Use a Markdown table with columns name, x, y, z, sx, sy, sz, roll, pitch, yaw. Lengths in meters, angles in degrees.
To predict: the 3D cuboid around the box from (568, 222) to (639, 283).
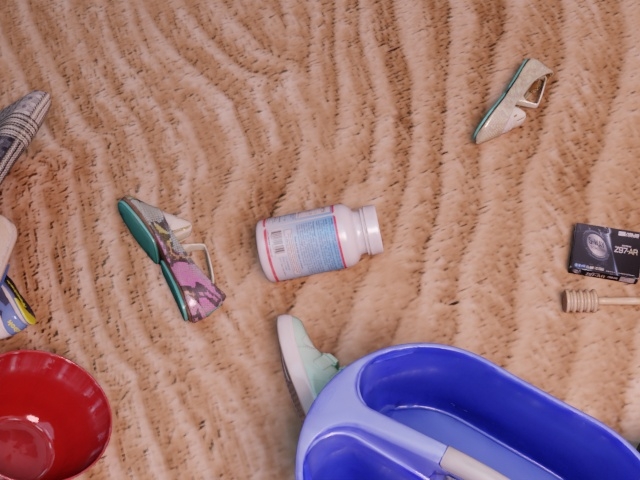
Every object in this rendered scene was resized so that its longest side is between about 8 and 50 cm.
| name | x | y | z | sx | sy | sz | roll | pitch | yaw |
| --- | --- | --- | --- | --- | --- | --- | --- | --- | --- |
| box | 0.364 | 0.016 | 0.898 | 0.083 | 0.018 | 0.067 | 11 | 66 | 16 |

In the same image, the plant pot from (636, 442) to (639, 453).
| name | x | y | z | sx | sy | sz | roll | pitch | yaw |
| --- | --- | --- | --- | --- | --- | --- | --- | --- | --- |
| plant pot | 0.385 | 0.310 | 0.668 | 0.166 | 0.165 | 0.234 | -8 | 54 | 7 |

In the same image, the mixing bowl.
| name | x | y | z | sx | sy | sz | roll | pitch | yaw |
| --- | --- | --- | --- | --- | --- | --- | --- | --- | --- |
| mixing bowl | -0.359 | 0.236 | 0.861 | 0.098 | 0.182 | 0.181 | -51 | 56 | 32 |

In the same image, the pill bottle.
| name | x | y | z | sx | sy | sz | roll | pitch | yaw |
| --- | --- | --- | --- | --- | --- | --- | --- | --- | --- |
| pill bottle | 0.000 | 0.000 | 0.939 | 0.160 | 0.087 | 0.087 | -11 | 61 | 5 |

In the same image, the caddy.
| name | x | y | z | sx | sy | sz | roll | pitch | yaw |
| --- | --- | --- | --- | --- | --- | --- | --- | --- | --- |
| caddy | 0.139 | 0.242 | 0.630 | 0.342 | 0.179 | 0.241 | 27 | 58 | 18 |

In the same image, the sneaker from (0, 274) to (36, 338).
| name | x | y | z | sx | sy | sz | roll | pitch | yaw |
| --- | --- | --- | --- | --- | --- | --- | --- | --- | --- |
| sneaker | -0.468 | 0.081 | 1.009 | 0.059 | 0.053 | 0.144 | -40 | 62 | -8 |

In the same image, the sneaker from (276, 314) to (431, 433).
| name | x | y | z | sx | sy | sz | roll | pitch | yaw |
| --- | --- | --- | --- | --- | --- | --- | --- | --- | --- |
| sneaker | 0.046 | 0.179 | 0.842 | 0.151 | 0.094 | 0.255 | -21 | 55 | -12 |

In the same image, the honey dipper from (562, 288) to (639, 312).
| name | x | y | z | sx | sy | sz | roll | pitch | yaw |
| --- | --- | --- | --- | --- | --- | --- | --- | --- | --- |
| honey dipper | 0.382 | 0.075 | 0.861 | 0.161 | 0.030 | 0.030 | 1 | 63 | 7 |

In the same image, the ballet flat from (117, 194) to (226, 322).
| name | x | y | z | sx | sy | sz | roll | pitch | yaw |
| --- | --- | --- | --- | --- | --- | --- | --- | --- | --- |
| ballet flat | -0.203 | 0.016 | 0.987 | 0.079 | 0.076 | 0.221 | -26 | 64 | -24 |

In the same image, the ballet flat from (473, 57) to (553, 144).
| name | x | y | z | sx | sy | sz | roll | pitch | yaw |
| --- | --- | --- | --- | --- | --- | --- | --- | --- | --- |
| ballet flat | 0.281 | -0.196 | 1.006 | 0.052 | 0.057 | 0.168 | 32 | 73 | 14 |

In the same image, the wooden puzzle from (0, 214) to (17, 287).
| name | x | y | z | sx | sy | sz | roll | pitch | yaw |
| --- | --- | --- | --- | --- | --- | --- | --- | --- | --- |
| wooden puzzle | -0.525 | 0.153 | 0.917 | 0.348 | 0.080 | 0.321 | -17 | 52 | 37 |

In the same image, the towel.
| name | x | y | z | sx | sy | sz | roll | pitch | yaw |
| --- | --- | --- | --- | --- | --- | --- | --- | --- | --- |
| towel | -0.537 | -0.053 | 1.008 | 0.324 | 0.056 | 0.312 | -13 | 47 | 38 |
